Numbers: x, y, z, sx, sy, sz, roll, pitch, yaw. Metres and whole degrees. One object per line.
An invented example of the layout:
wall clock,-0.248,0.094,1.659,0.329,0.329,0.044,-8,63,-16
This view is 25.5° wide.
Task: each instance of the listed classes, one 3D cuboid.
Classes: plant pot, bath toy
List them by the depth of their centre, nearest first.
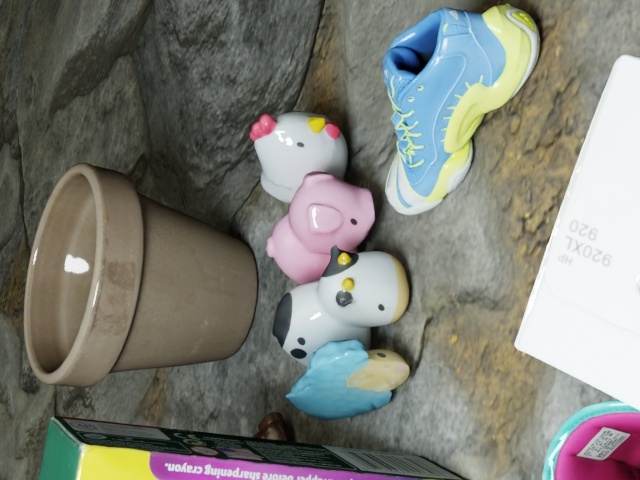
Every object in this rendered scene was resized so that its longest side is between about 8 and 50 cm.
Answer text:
bath toy,0.000,0.000,1.425,0.151,0.129,0.348,-25,53,17
plant pot,-0.204,0.054,1.685,0.263,0.229,0.263,-32,53,56

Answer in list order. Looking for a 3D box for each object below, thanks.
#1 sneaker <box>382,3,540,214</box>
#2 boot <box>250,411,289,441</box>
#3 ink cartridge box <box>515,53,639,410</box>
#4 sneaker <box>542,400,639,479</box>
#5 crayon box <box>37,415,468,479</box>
sneaker,0.092,-0.126,1.290,0.240,0.126,0.091,-59,34,34
boot,-0.054,0.261,1.541,0.106,0.037,0.114,-62,37,35
ink cartridge box,0.255,0.014,0.760,0.171,0.232,0.168,25,104,37
sneaker,0.215,0.133,0.871,0.124,0.178,0.295,-63,20,19
crayon box,-0.073,0.328,1.190,0.106,0.362,0.313,16,95,63
